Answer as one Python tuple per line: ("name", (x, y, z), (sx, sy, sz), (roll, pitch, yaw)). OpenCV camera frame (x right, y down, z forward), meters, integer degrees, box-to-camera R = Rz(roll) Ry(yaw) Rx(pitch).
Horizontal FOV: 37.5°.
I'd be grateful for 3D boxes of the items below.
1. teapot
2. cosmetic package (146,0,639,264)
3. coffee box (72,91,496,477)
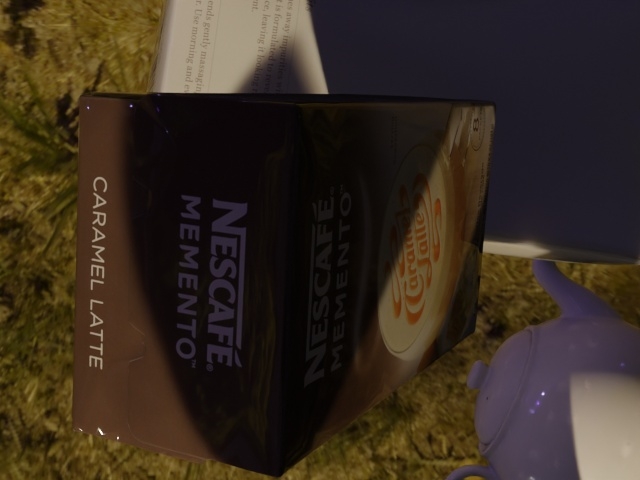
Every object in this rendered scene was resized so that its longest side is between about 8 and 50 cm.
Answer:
("teapot", (0.247, 0.187, 1.028), (0.187, 0.256, 0.252), (21, 130, 4))
("cosmetic package", (0.064, -0.108, 0.734), (0.385, 0.156, 0.217), (10, 86, -14))
("coffee box", (0.000, 0.000, 0.454), (0.098, 0.246, 0.141), (8, 102, 25))
